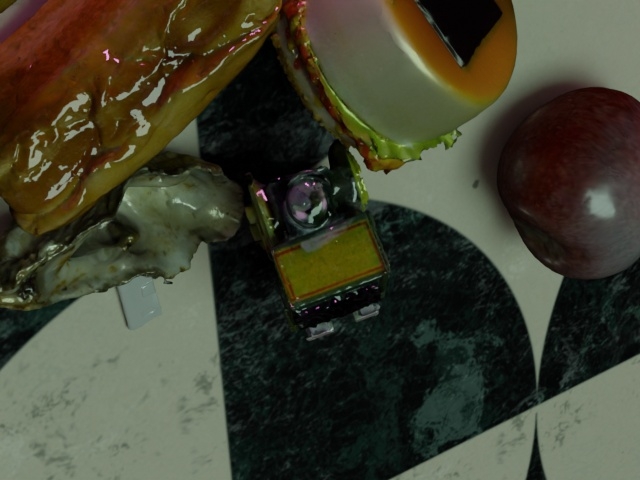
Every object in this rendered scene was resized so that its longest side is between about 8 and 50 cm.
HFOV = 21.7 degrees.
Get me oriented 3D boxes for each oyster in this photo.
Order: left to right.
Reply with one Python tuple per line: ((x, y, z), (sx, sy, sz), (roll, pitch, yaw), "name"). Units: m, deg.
((-0.225, -0.013, 1.730), (0.341, 0.110, 0.166), (-28, 142, -27), "oyster")

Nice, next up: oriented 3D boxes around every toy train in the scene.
((0.000, 0.000, 1.819), (0.134, 0.177, 0.261), (-21, 171, -2), "toy train")

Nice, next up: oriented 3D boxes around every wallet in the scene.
((-0.204, 0.059, 1.856), (0.044, 0.011, 0.083), (-29, 129, -23), "wallet")

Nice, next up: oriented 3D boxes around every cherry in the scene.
((0.342, -0.078, 2.074), (0.239, 0.206, 0.239), (-10, 115, -22), "cherry")

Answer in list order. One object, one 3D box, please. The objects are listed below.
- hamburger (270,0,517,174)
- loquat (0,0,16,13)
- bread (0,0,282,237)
((0.069, -0.225, 1.748), (0.276, 0.179, 0.294), (52, 43, -17), "hamburger")
((-0.337, -0.268, 1.421), (0.208, 0.208, 0.208), (-19, 126, -29), "loquat")
((-0.187, -0.163, 1.590), (0.344, 0.195, 0.149), (-42, 131, 5), "bread")
